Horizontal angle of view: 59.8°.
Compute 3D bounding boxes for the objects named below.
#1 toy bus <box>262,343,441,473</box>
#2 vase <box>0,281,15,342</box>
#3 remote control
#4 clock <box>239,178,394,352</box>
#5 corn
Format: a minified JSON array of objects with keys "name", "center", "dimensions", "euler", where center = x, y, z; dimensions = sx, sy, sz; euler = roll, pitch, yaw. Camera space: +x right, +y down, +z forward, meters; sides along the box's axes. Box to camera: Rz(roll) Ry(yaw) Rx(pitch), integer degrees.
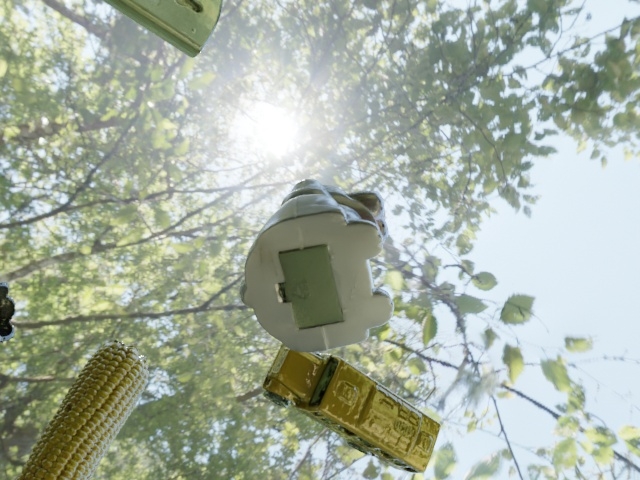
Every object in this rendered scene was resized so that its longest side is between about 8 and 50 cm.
[{"name":"toy bus","center":[0.060,0.299,1.003],"dimensions":[0.335,0.123,0.121],"euler":[37,-114,-21]},{"name":"vase","center":[-0.665,0.135,0.950],"dimensions":[0.237,0.115,0.116],"euler":[-6,-97,-8]},{"name":"remote control","center":[-0.221,-0.310,0.631],"dimensions":[0.038,0.233,0.098],"euler":[-8,-119,52]},{"name":"clock","center":[0.003,0.001,0.736],"dimensions":[0.188,0.254,0.189],"euler":[2,-64,4]},{"name":"corn","center":[-0.476,0.371,1.134],"dimensions":[0.143,0.387,0.144],"euler":[9,-48,10]}]
